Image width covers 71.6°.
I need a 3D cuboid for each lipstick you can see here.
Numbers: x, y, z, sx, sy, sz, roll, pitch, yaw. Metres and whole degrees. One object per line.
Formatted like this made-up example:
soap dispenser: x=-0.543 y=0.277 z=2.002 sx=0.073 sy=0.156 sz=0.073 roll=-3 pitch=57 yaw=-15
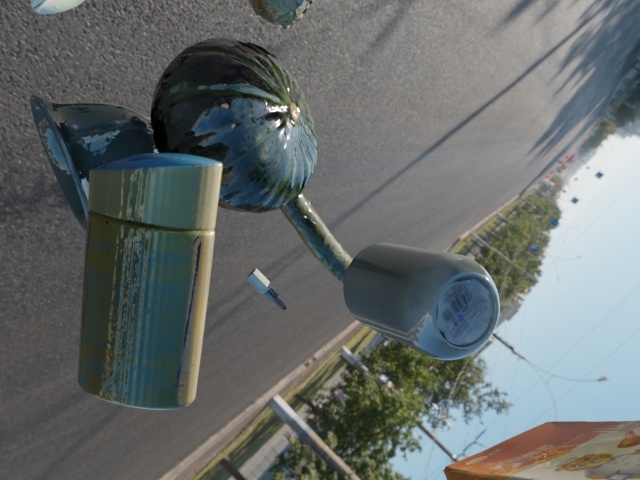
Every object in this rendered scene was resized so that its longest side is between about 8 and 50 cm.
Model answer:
lipstick: x=-0.108 y=0.106 z=0.922 sx=0.025 sy=0.107 sz=0.025 roll=-39 pitch=-172 yaw=22

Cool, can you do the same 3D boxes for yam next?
yam: x=0.000 y=0.000 z=1.167 sx=0.083 sy=0.083 sz=0.371 roll=-45 pitch=130 yaw=-6

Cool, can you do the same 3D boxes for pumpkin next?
pumpkin: x=-0.118 y=-0.150 z=0.630 sx=0.216 sy=0.249 sz=0.250 roll=-30 pitch=177 yaw=39

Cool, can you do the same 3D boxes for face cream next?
face cream: x=-0.192 y=0.042 z=0.490 sx=0.067 sy=0.140 sz=0.284 roll=-74 pitch=174 yaw=-77

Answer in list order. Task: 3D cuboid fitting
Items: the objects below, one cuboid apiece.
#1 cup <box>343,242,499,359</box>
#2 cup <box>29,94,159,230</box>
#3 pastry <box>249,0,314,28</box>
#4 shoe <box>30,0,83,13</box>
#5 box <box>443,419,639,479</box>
cup: x=0.197 y=0.117 z=0.908 sx=0.205 sy=0.205 sz=0.312 roll=-44 pitch=-164 yaw=-12
cup: x=-0.314 y=-0.131 z=0.666 sx=0.150 sy=0.199 sz=0.199 roll=-25 pitch=155 yaw=-31
pastry: x=-0.072 y=-0.591 z=0.879 sx=0.137 sy=0.329 sz=0.329 roll=5 pitch=138 yaw=-20
shoe: x=-0.579 y=-0.630 z=1.020 sx=0.265 sy=0.110 sz=0.095 roll=-21 pitch=-167 yaw=19
box: x=0.346 y=0.331 z=0.562 sx=0.225 sy=0.143 sz=0.341 roll=-12 pitch=162 yaw=-19
